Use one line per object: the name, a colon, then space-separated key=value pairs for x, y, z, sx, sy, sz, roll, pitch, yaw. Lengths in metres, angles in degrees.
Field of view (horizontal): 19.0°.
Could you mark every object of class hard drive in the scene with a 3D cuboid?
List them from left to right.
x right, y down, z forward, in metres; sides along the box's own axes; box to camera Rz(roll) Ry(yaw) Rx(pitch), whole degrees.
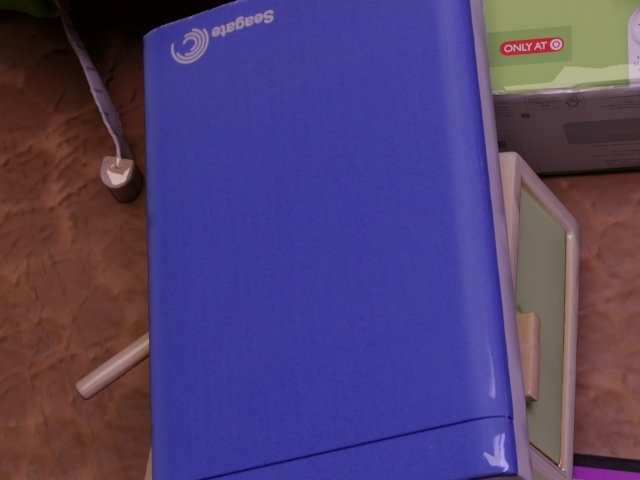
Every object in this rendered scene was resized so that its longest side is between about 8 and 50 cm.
hard drive: x=0.000 y=0.000 z=1.057 sx=0.210 sy=0.040 sz=0.318 roll=-15 pitch=63 yaw=24

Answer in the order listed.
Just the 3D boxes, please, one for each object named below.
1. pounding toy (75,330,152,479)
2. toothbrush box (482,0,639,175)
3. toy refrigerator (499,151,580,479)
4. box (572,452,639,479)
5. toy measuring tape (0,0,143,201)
pounding toy: x=-0.047 y=0.112 z=1.121 sx=0.181 sy=0.094 sz=0.206 roll=3 pitch=66 yaw=16
toothbrush box: x=0.138 y=-0.190 z=1.188 sx=0.206 sy=0.122 sz=0.283 roll=-4 pitch=67 yaw=14
toy refrigerator: x=0.088 y=0.095 z=1.061 sx=0.094 sy=0.102 sz=0.269 roll=-9 pitch=60 yaw=28
box: x=0.156 y=0.200 z=1.065 sx=0.116 sy=0.029 sz=0.162 roll=5 pitch=67 yaw=18
toy measuring tape: x=-0.227 y=-0.157 z=1.284 sx=0.121 sy=0.121 sz=0.330 roll=-25 pitch=73 yaw=3
